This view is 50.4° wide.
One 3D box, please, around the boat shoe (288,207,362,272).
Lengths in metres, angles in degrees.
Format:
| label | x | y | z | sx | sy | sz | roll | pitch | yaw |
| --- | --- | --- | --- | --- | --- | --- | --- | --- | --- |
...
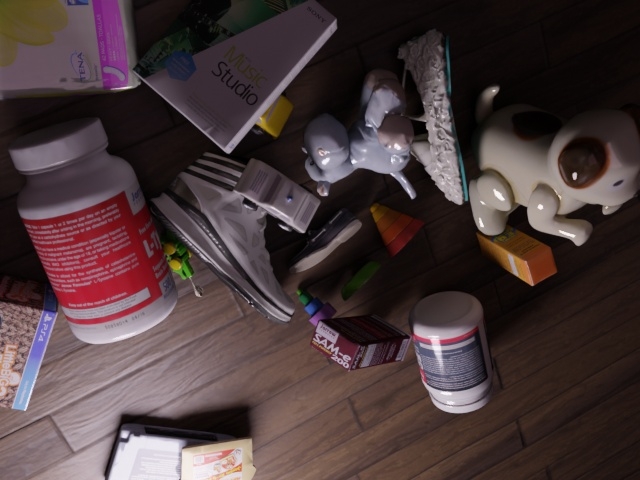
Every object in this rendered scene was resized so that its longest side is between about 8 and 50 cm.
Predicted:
| label | x | y | z | sx | sy | sz | roll | pitch | yaw |
| --- | --- | --- | --- | --- | --- | --- | --- | --- | --- |
| boat shoe | 0.000 | 0.000 | 1.619 | 0.206 | 0.075 | 0.065 | -37 | 72 | 1 |

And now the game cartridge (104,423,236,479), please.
| label | x | y | z | sx | sy | sz | roll | pitch | yaw |
| --- | --- | --- | --- | --- | --- | --- | --- | --- | --- |
| game cartridge | -0.369 | 0.560 | 1.675 | 0.297 | 0.062 | 0.198 | 15 | 107 | -24 |

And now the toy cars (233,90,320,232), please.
| label | x | y | z | sx | sy | sz | roll | pitch | yaw |
| --- | --- | --- | --- | --- | --- | --- | --- | --- | --- |
| toy cars | -0.102 | -0.183 | 1.365 | 0.176 | 0.087 | 0.394 | -24 | 108 | -24 |

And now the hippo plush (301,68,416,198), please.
| label | x | y | z | sx | sy | sz | roll | pitch | yaw |
| --- | --- | --- | --- | --- | --- | --- | --- | --- | --- |
| hippo plush | 0.072 | -0.233 | 1.503 | 0.236 | 0.234 | 0.294 | -12 | 156 | 3 |

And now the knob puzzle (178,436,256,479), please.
| label | x | y | z | sx | sy | sz | roll | pitch | yaw |
| --- | --- | --- | --- | --- | --- | --- | --- | --- | --- |
| knob puzzle | -0.256 | 0.575 | 1.676 | 0.213 | 0.030 | 0.213 | -7 | 110 | -19 |

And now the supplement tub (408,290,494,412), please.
| label | x | y | z | sx | sy | sz | roll | pitch | yaw |
| --- | --- | --- | --- | --- | --- | --- | --- | --- | --- |
| supplement tub | 0.343 | 0.287 | 1.760 | 0.191 | 0.191 | 0.272 | -21 | 114 | -12 |

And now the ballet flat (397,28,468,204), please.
| label | x | y | z | sx | sy | sz | roll | pitch | yaw |
| --- | --- | --- | --- | --- | --- | --- | --- | --- | --- |
| ballet flat | 0.257 | -0.278 | 1.583 | 0.147 | 0.147 | 0.409 | -17 | 110 | -14 |

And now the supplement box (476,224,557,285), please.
| label | x | y | z | sx | sy | sz | roll | pitch | yaw |
| --- | --- | --- | --- | --- | --- | --- | --- | --- | --- |
| supplement box | 0.484 | 0.027 | 1.696 | 0.078 | 0.233 | 0.080 | -29 | 113 | -8 |

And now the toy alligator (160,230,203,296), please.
| label | x | y | z | sx | sy | sz | roll | pitch | yaw |
| --- | --- | --- | --- | --- | --- | --- | --- | --- | --- |
| toy alligator | -0.317 | 0.047 | 1.515 | 0.051 | 0.056 | 0.190 | -5 | 117 | 25 |

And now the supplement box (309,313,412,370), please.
| label | x | y | z | sx | sy | sz | roll | pitch | yaw |
| --- | --- | --- | --- | --- | --- | --- | --- | --- | --- |
| supplement box | 0.101 | 0.241 | 1.636 | 0.239 | 0.130 | 0.073 | 4 | 109 | -52 |

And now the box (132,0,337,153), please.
| label | x | y | z | sx | sy | sz | roll | pitch | yaw |
| --- | --- | --- | --- | --- | --- | --- | --- | --- | --- |
| box | -0.157 | -0.359 | 1.267 | 0.232 | 0.058 | 0.322 | 40 | 89 | 2 |

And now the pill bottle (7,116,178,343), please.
| label | x | y | z | sx | sy | sz | roll | pitch | yaw |
| --- | --- | --- | --- | --- | --- | --- | --- | --- | --- |
| pill bottle | -0.448 | -0.022 | 1.340 | 0.229 | 0.229 | 0.408 | -20 | 115 | -13 |

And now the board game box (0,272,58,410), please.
| label | x | y | z | sx | sy | sz | roll | pitch | yaw |
| --- | --- | --- | --- | --- | --- | --- | --- | --- | --- |
| board game box | -0.707 | 0.186 | 1.368 | 0.291 | 0.141 | 0.232 | 16 | 102 | -24 |

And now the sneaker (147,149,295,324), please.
| label | x | y | z | sx | sy | sz | roll | pitch | yaw |
| --- | --- | --- | --- | --- | --- | --- | --- | --- | --- |
| sneaker | -0.138 | -0.016 | 1.492 | 0.257 | 0.169 | 0.447 | -48 | 127 | -10 |

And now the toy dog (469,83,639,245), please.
| label | x | y | z | sx | sy | sz | roll | pitch | yaw |
| --- | --- | --- | --- | --- | --- | --- | --- | --- | --- |
| toy dog | 0.551 | -0.191 | 1.534 | 0.284 | 0.408 | 0.395 | -25 | 105 | -21 |

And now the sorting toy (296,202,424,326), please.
| label | x | y | z | sx | sy | sz | roll | pitch | yaw |
| --- | --- | --- | --- | --- | --- | --- | --- | --- | --- |
| sorting toy | 0.081 | 0.045 | 1.649 | 0.365 | 0.127 | 0.126 | -44 | 88 | 2 |

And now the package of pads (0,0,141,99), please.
| label | x | y | z | sx | sy | sz | roll | pitch | yaw |
| --- | --- | --- | --- | --- | --- | --- | --- | --- | --- |
| package of pads | -0.494 | -0.383 | 1.268 | 0.296 | 0.101 | 0.229 | -7 | 109 | -17 |
